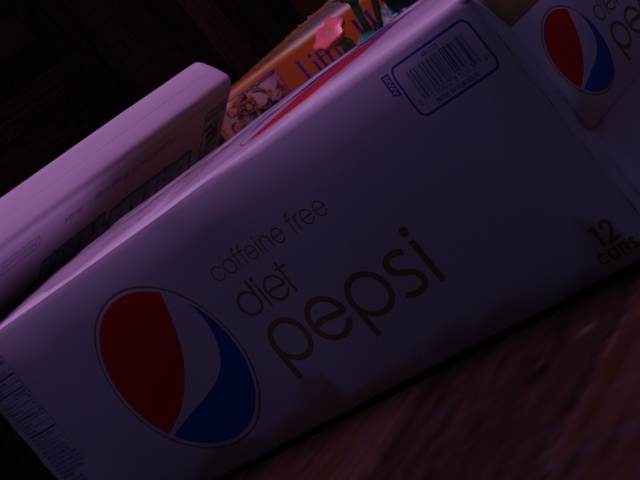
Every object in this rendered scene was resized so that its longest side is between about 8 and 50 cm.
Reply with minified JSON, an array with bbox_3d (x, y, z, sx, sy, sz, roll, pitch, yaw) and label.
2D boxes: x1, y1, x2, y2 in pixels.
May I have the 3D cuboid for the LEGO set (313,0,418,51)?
[{"bbox_3d":[0.067,-0.128,0.569,0.287,0.107,0.132,-43,30,-9],"label":"LEGO set"}]

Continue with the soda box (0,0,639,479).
[{"bbox_3d":[0.000,0.000,0.448,0.216,0.069,0.074,-31,10,43],"label":"soda box"}]

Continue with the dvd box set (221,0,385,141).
[{"bbox_3d":[0.132,-0.220,1.191,0.420,0.062,0.307,-30,11,47],"label":"dvd box set"}]

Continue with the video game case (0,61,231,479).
[{"bbox_3d":[-0.086,0.031,0.576,0.157,0.019,0.143,-44,-25,-50],"label":"video game case"}]
